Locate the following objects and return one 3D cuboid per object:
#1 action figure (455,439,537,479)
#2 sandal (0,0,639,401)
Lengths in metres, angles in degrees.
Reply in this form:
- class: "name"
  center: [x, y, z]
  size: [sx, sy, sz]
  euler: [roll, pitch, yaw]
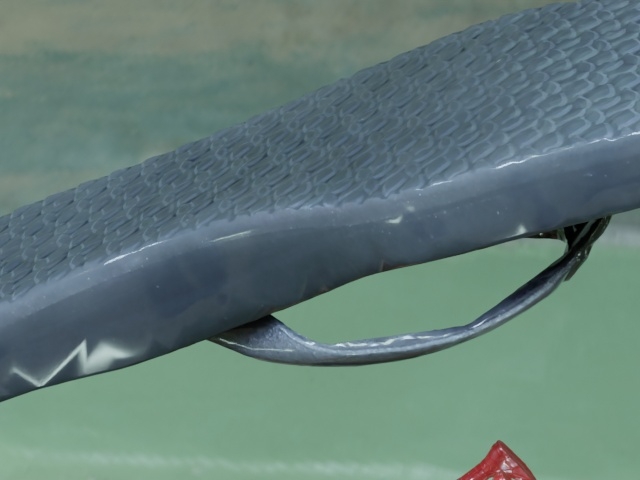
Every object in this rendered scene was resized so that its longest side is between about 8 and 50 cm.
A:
- class: "action figure"
  center: [0.018, 0.108, 0.603]
  size: [0.115, 0.038, 0.030]
  euler: [-38, 108, 15]
- class: "sandal"
  center: [0.000, 0.000, 0.516]
  size: [0.254, 0.097, 0.054]
  euler: [-16, 114, 27]
